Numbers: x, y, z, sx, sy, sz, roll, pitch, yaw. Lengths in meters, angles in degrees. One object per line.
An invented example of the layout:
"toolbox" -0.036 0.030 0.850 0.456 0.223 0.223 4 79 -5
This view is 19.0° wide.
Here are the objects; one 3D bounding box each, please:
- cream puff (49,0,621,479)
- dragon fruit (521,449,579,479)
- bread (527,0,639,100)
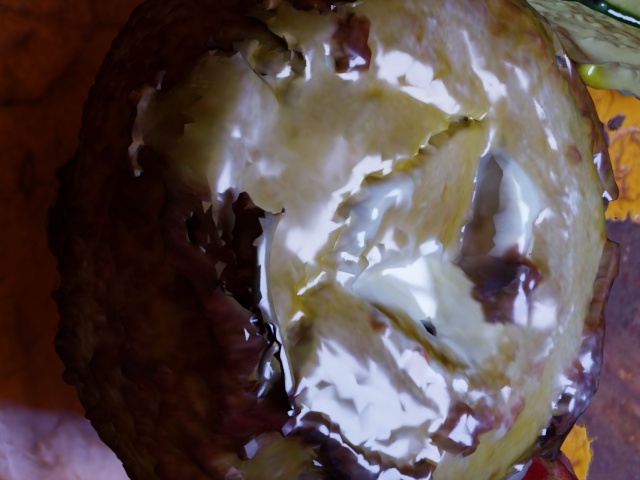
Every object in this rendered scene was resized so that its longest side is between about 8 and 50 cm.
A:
"cream puff" 0.001 0.005 0.991 0.350 0.229 0.350 4 84 -41
"dragon fruit" 0.102 0.175 1.158 0.166 0.133 0.136 31 69 -26
"bread" 0.188 -0.164 1.151 0.252 0.174 0.133 22 81 -33
